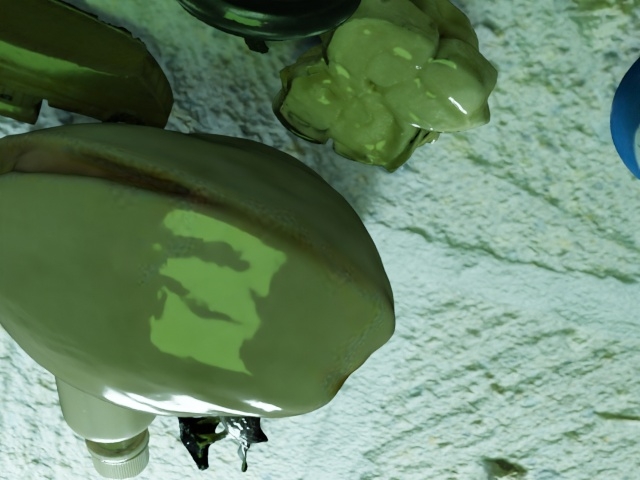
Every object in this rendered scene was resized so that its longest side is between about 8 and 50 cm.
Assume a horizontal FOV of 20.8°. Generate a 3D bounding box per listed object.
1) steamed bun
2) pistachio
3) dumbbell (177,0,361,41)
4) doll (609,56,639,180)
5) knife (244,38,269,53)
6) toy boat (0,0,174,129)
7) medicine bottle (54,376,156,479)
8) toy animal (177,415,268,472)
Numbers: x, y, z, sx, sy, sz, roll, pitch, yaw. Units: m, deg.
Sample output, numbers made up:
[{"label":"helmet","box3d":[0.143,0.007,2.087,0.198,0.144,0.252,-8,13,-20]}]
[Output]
[{"label":"steamed bun","box3d":[0.067,-0.158,1.596,0.192,0.106,0.177,22,136,-9]},{"label":"pistachio","box3d":[-0.140,0.029,1.666,0.445,0.281,0.365,15,154,18]},{"label":"dumbbell","box3d":[-0.037,-0.284,1.434,0.192,0.192,0.290,16,133,-5]},{"label":"doll","box3d":[0.370,-0.142,1.529,0.215,0.161,0.257,2,135,-29]},{"label":"knife","box3d":[-0.111,-0.251,1.592,0.045,0.021,0.222,-17,126,19]},{"label":"toy boat","box3d":[-0.293,-0.173,1.647,0.321,0.089,0.121,19,138,-11]},{"label":"medicine bottle","box3d":[-0.233,0.161,1.920,0.114,0.114,0.252,2,132,7]},{"label":"toy animal","box3d":[-0.094,0.191,1.974,0.105,0.070,0.202,10,131,-18]}]
